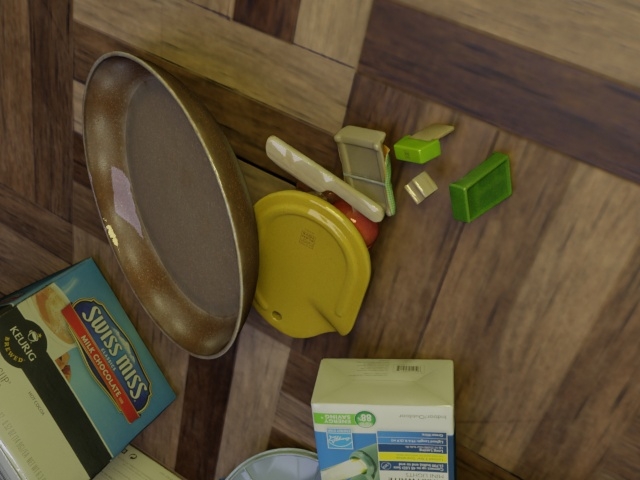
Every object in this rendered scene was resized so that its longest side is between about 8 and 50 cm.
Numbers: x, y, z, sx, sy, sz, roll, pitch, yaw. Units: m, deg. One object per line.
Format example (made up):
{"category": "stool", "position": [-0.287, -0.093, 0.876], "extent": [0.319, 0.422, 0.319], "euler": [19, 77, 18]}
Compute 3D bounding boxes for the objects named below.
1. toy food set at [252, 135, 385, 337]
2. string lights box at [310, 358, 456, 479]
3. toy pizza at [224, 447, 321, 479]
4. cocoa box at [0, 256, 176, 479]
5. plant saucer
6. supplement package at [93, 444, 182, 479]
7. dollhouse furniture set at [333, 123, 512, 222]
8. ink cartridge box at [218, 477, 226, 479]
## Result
{"category": "toy food set", "position": [0.000, 0.000, 0.664], "extent": [0.128, 0.071, 0.218], "euler": [29, 135, 12]}
{"category": "string lights box", "position": [0.072, 0.248, 0.728], "extent": [0.133, 0.077, 0.260], "euler": [-2, 115, 11]}
{"category": "toy pizza", "position": [-0.035, 0.349, 0.852], "extent": [0.201, 0.032, 0.201], "euler": [-1, 86, 8]}
{"category": "cocoa box", "position": [-0.415, 0.203, 0.941], "extent": [0.347, 0.228, 0.232], "euler": [-19, 103, 38]}
{"category": "plant saucer", "position": [-0.148, -0.034, 0.708], "extent": [0.310, 0.050, 0.311], "euler": [33, 134, 42]}
{"category": "supplement package", "position": [-0.322, 0.456, 0.975], "extent": [0.175, 0.293, 0.178], "euler": [27, 127, 19]}
{"category": "dollhouse furniture set", "position": [0.084, -0.062, 0.612], "extent": [0.151, 0.058, 0.076], "euler": [20, 134, 46]}
{"category": "ink cartridge box", "position": [-0.137, 0.426, 0.963], "extent": [0.046, 0.097, 0.207], "euler": [11, 126, -9]}
